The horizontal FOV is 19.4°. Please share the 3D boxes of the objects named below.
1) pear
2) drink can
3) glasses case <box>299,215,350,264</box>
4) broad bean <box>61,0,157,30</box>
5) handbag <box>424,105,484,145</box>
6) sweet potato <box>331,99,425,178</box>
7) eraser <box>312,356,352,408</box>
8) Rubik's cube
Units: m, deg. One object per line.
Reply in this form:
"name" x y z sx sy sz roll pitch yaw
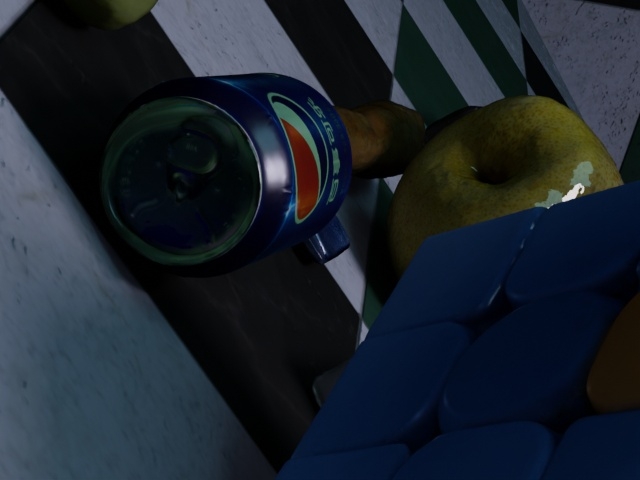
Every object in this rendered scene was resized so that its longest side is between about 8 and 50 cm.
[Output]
"pear" 0.160 0.000 1.592 0.188 0.228 0.211 24 -31 35
"drink can" -0.055 -0.042 1.123 0.118 0.118 0.205 60 16 1
"glasses case" 0.000 0.000 1.410 0.033 0.023 0.083 65 16 -1
"broad bean" -0.159 -0.216 1.184 0.174 0.082 0.124 56 13 -10
"handbag" 0.193 -0.035 2.041 0.223 0.080 0.247 67 12 2
"sweet potato" 0.032 -0.086 1.612 0.075 0.075 0.273 61 19 7
"eraser" 0.077 0.140 1.302 0.124 0.068 0.210 61 14 14
"Rubik's cube" 0.177 0.160 0.958 0.291 0.292 0.290 54 46 -22
